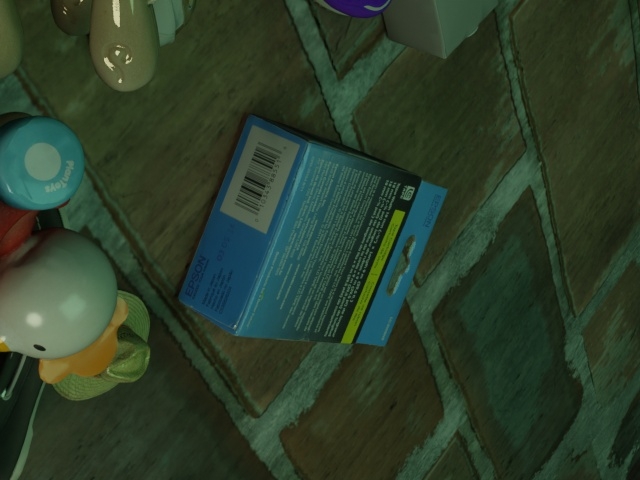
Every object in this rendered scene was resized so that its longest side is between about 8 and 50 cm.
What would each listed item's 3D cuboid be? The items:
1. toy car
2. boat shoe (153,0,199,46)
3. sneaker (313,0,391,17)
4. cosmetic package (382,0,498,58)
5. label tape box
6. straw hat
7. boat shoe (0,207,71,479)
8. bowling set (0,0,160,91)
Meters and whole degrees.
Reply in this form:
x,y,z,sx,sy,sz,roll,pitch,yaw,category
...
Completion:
x,y,z,sx,sy,sz,roll,pitch,yaw,category
-0.260,0.037,0.990,0.210,0.219,0.238,-45,114,-26,toy car
-0.170,-0.308,1.069,0.103,0.113,0.302,-39,149,-34,boat shoe
0.039,-0.332,1.289,0.102,0.146,0.293,-56,145,-13,sneaker
0.133,-0.355,1.443,0.127,0.107,0.238,-46,144,-26,cosmetic package
0.000,0.000,1.484,0.334,0.106,0.240,12,101,-56,label tape box
-0.223,0.126,1.308,0.144,0.061,0.144,-32,135,-39,straw hat
-0.315,0.108,1.130,0.095,0.112,0.335,-13,125,-54,boat shoe
-0.260,-0.237,0.965,0.200,0.287,0.154,-92,-176,-50,bowling set
